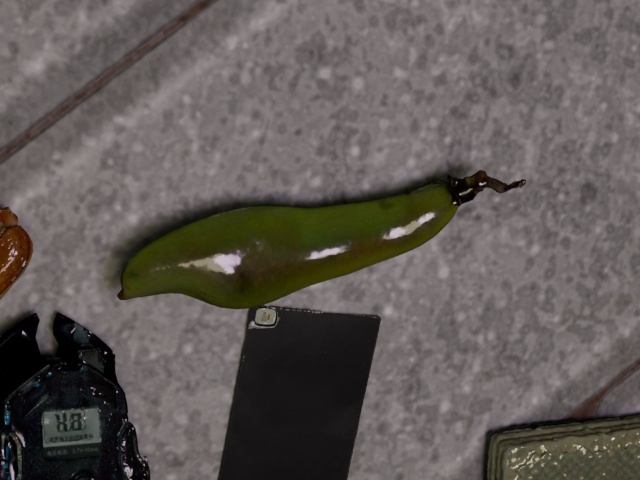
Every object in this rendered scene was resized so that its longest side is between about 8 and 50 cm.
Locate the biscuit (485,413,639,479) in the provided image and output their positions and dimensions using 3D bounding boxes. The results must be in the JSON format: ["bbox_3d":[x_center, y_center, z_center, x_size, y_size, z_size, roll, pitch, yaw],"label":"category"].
[{"bbox_3d":[0.268,0.233,1.259,0.252,0.052,0.150,-3,109,-19],"label":"biscuit"}]

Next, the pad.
[{"bbox_3d":[-0.021,0.148,1.164,0.116,0.004,0.193,5,105,-19],"label":"pad"}]

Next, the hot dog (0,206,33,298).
[{"bbox_3d":[-0.279,0.042,1.025,0.071,0.045,0.165,40,92,-23],"label":"hot dog"}]

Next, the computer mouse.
[{"bbox_3d":[-0.209,0.176,1.060,0.146,0.077,0.242,4,81,-42],"label":"computer mouse"}]

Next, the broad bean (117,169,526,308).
[{"bbox_3d":[-0.003,-0.003,1.095,0.325,0.067,0.075,-16,141,-15],"label":"broad bean"}]
